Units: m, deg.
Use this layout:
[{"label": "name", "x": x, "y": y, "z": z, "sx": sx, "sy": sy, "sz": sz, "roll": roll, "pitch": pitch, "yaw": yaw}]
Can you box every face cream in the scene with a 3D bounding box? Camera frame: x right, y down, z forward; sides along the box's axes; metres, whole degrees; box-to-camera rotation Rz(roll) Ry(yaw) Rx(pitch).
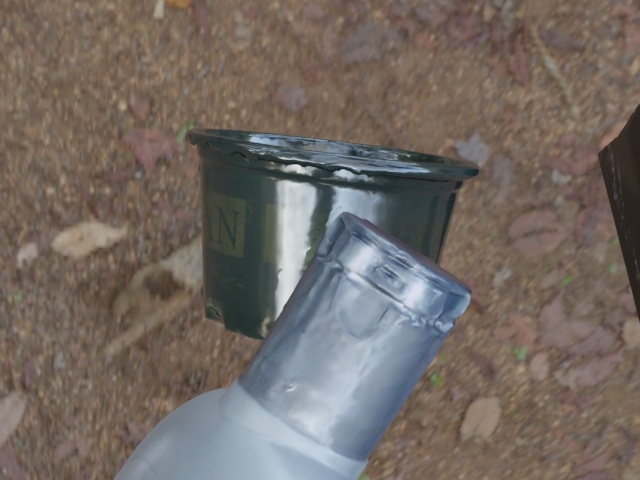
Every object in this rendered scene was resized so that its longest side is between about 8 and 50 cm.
[{"label": "face cream", "x": -0.047, "y": 0.125, "z": 0.492, "sx": 0.071, "sy": 0.144, "sz": 0.291, "roll": 29, "pitch": 94, "yaw": -24}]

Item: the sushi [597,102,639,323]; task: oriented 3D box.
[{"label": "sushi", "x": 0.341, "y": -0.069, "z": 1.011, "sx": 0.227, "sy": 0.212, "sz": 0.215, "roll": -4, "pitch": 65, "yaw": -11}]

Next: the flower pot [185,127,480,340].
[{"label": "flower pot", "x": 0.000, "y": 0.000, "z": 0.766, "sx": 0.157, "sy": 0.157, "sz": 0.106, "roll": 7, "pitch": 95, "yaw": -6}]
